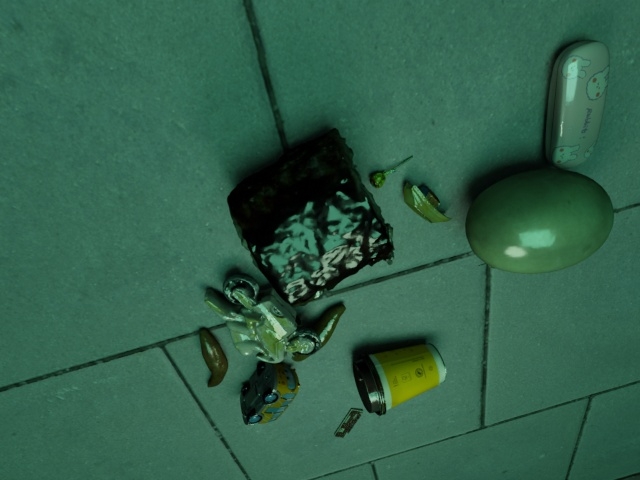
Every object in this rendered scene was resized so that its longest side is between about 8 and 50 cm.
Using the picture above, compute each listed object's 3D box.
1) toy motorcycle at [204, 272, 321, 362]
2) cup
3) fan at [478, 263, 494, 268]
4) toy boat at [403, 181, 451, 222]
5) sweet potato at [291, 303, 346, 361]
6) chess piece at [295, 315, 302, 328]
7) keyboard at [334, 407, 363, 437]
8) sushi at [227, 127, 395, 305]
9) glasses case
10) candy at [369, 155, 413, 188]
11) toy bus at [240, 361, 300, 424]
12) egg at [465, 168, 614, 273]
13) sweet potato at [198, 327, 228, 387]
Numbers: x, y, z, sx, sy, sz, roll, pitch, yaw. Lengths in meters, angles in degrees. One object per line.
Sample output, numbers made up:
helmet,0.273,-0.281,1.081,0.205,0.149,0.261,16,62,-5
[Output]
toy motorcycle,-0.171,0.236,1.139,0.222,0.108,0.341,-34,113,22
cup,0.251,0.436,1.328,0.279,0.196,0.197,-14,125,-13
fan,0.523,0.069,1.241,0.080,0.003,0.060,-41,121,15
toy boat,0.274,-0.092,1.049,0.172,0.065,0.066,35,91,-32
sweet potato,-0.010,0.283,1.230,0.077,0.077,0.244,32,113,-28
chess piece,-0.099,0.263,1.219,0.093,0.042,0.042,-41,122,21
keyboard,0.109,0.699,1.565,0.055,0.017,0.166,14,119,-20
sushi,-0.018,-0.042,0.879,0.294,0.300,0.281,-27,140,4
glasses case,0.597,-0.308,0.962,0.113,0.075,0.297,-18,126,-2
candy,0.174,-0.169,0.998,0.122,0.035,0.035,-33,168,0
toy bus,-0.158,0.485,1.305,0.136,0.126,0.210,19,117,-32
egg,0.535,-0.046,1.016,0.351,0.259,0.259,-7,124,-10
sweet potato,-0.318,0.367,1.234,0.078,0.058,0.256,5,126,4
